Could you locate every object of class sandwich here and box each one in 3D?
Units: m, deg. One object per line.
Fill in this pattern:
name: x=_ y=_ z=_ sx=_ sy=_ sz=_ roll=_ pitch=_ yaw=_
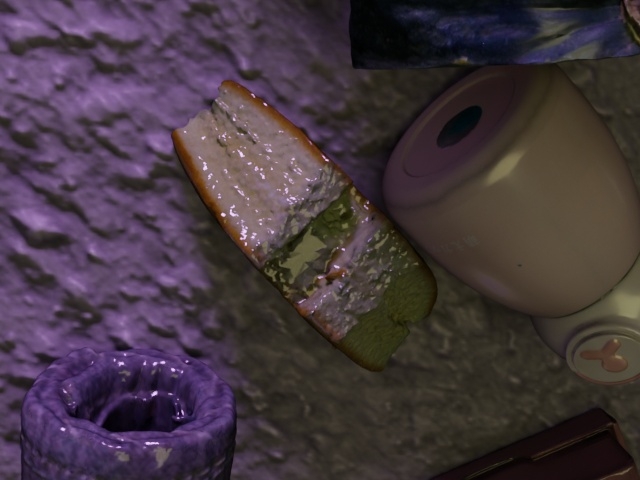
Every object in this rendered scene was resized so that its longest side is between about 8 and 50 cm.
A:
sandwich: x=0.000 y=0.000 z=0.774 sx=0.090 sy=0.088 sz=0.244 roll=-43 pitch=109 yaw=1

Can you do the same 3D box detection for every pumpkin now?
pumpkin: x=0.159 y=-0.206 z=0.651 sx=0.293 sy=0.263 sz=0.196 roll=-10 pitch=105 yaw=-10

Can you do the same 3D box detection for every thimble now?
thimble: x=-0.131 y=0.144 z=0.766 sx=0.150 sy=0.150 sz=0.097 roll=4 pitch=112 yaw=-12

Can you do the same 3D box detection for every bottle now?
bottle: x=0.167 y=0.000 z=0.776 sx=0.147 sy=0.147 sz=0.236 roll=-43 pitch=111 yaw=5

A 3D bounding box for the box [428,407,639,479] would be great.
box: x=0.174 y=0.277 z=0.895 sx=0.215 sy=0.086 sz=0.215 roll=-23 pitch=110 yaw=-2
